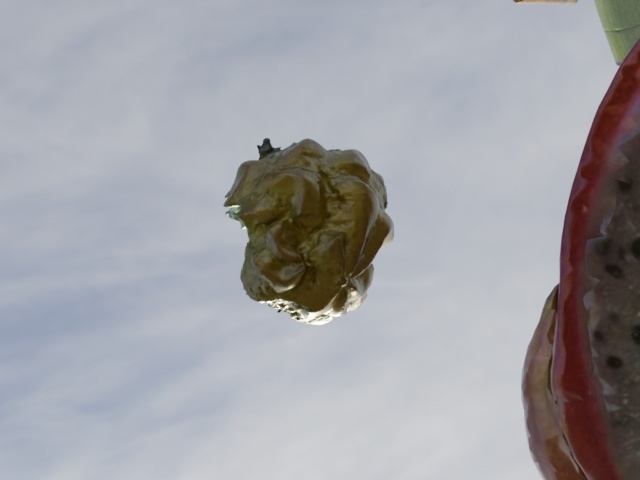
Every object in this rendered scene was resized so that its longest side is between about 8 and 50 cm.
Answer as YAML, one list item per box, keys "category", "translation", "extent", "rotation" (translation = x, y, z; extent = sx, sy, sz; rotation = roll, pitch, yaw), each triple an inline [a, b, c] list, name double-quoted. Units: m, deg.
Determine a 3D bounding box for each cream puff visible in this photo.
- category: "cream puff"
  translation: [0.000, 0.001, 1.029]
  extent: [0.121, 0.156, 0.156]
  rotation: [-22, -48, 10]

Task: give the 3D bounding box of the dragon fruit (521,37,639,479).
- category: "dragon fruit"
  translation: [0.240, 0.022, 0.459]
  extent: [0.226, 0.305, 0.305]
  rotation: [-9, -52, -62]

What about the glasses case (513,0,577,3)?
- category: "glasses case"
  translation: [0.109, -0.258, 0.943]
  extent: [0.075, 0.218, 0.049]
  rotation: [-9, -36, -47]

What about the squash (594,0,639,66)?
- category: "squash"
  translation: [0.153, -0.202, 0.697]
  extent: [0.094, 0.094, 0.224]
  rotation: [-34, -76, -9]
